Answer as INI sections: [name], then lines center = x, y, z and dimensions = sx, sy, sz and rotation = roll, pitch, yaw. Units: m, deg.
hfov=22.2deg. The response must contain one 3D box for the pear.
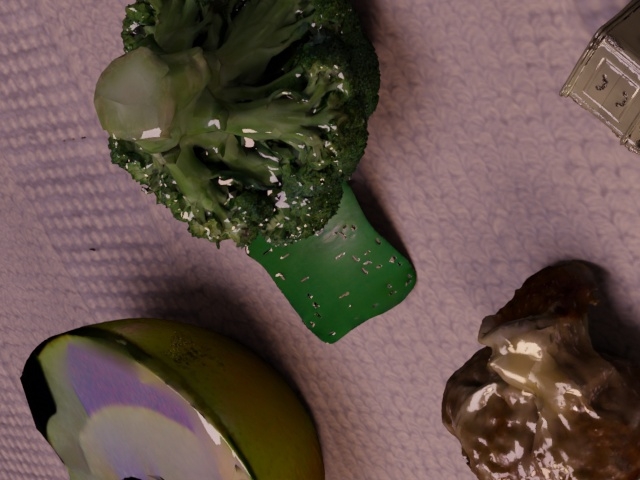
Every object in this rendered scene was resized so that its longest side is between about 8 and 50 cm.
[pear]
center = -0.133, 0.229, 1.812
dimensions = 0.399, 0.165, 0.399
rotation = 28, 138, 28

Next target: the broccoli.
[broccoli]
center = -0.085, -0.121, 1.357
dimensions = 0.270, 0.270, 0.270
rotation = 3, 96, 30

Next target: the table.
[table]
center = 0.232, -0.116, 1.174
dimensions = 0.083, 0.062, 0.079
rotation = 42, 145, 12

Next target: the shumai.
[shumai]
center = 0.184, 0.116, 1.364
dimensions = 0.209, 0.161, 0.153
rotation = 39, 152, 48

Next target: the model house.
[model house]
center = 0.000, 0.000, 1.525
dimensions = 0.167, 0.117, 0.088
rotation = 49, -172, -36
